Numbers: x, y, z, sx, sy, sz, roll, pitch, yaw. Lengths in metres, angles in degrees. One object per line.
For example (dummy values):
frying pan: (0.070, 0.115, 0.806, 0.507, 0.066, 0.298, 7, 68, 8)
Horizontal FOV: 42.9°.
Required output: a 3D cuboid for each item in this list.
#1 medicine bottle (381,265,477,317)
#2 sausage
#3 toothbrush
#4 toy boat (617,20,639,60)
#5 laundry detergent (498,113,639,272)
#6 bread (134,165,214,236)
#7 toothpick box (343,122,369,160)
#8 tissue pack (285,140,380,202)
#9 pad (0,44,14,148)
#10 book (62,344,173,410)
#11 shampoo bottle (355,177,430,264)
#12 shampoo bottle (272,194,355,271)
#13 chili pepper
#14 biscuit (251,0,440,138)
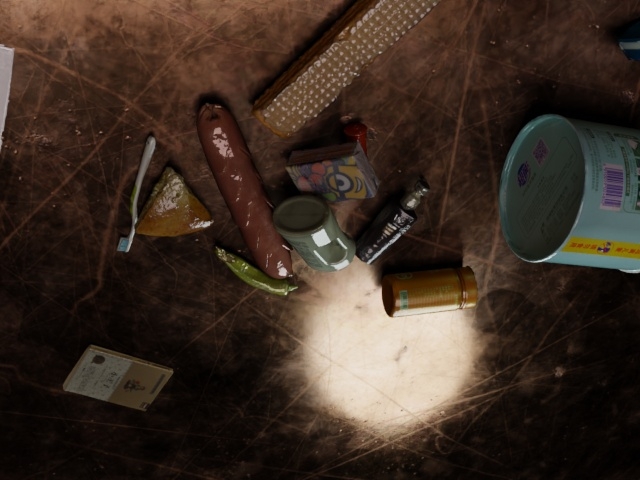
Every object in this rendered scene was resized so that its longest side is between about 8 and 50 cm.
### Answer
medicine bottle: (0.235, 0.111, 1.770, 0.192, 0.096, 0.096, -6, 127, -10)
sausage: (-0.135, -0.073, 1.539, 0.088, 0.088, 0.433, -22, 129, 2)
toothbrush: (-0.339, -0.082, 1.516, 0.026, 0.022, 0.263, 3, 126, -32)
toy boat: (0.695, -0.398, 1.514, 0.299, 0.096, 0.061, -17, 137, 1)
laundry detergent: (0.552, -0.085, 1.584, 0.305, 0.287, 0.287, 6, 124, -19)
bread: (-0.291, -0.051, 1.527, 0.136, 0.054, 0.154, -30, 126, 2)
toothpick box: (0.069, -0.179, 1.537, 0.047, 0.047, 0.083, -10, 127, -7)
tissue pack: (0.023, -0.124, 1.522, 0.148, 0.060, 0.108, -6, 133, 30)
pad: (-0.599, -0.232, 1.344, 0.157, 0.004, 0.232, 10, 123, -21)
book: (-0.442, 0.303, 1.782, 0.199, 0.016, 0.138, 23, 118, -29)
shampoo bottle: (0.148, -0.041, 1.656, 0.057, 0.063, 0.207, 31, 115, -21)
shampoo bottle: (0.000, 0.000, 1.600, 0.118, 0.087, 0.234, -1, 155, 21)
chili pepper: (-0.143, 0.067, 1.669, 0.208, 0.049, 0.043, 28, 81, -28)
biscuit: (0.039, -0.325, 1.410, 0.379, 0.054, 0.094, -41, 128, 17)
